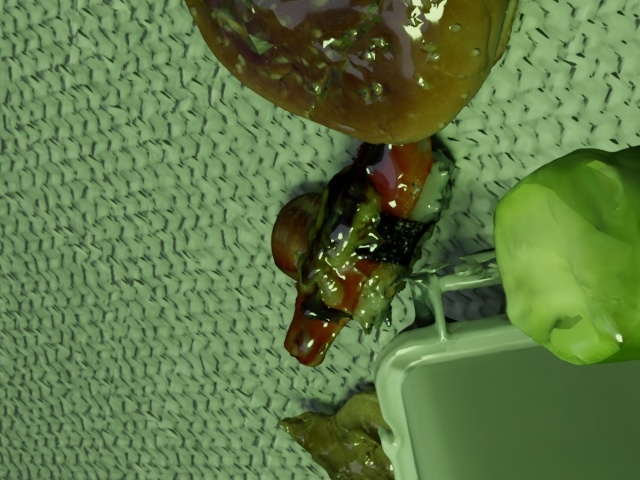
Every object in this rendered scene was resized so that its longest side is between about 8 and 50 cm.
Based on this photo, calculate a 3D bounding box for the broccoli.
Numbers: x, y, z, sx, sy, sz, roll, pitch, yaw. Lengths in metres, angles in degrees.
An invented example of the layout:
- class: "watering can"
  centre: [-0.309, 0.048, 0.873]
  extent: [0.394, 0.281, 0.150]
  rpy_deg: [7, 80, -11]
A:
- class: "broccoli"
  centre: [0.264, 0.015, 0.837]
  extent: [0.353, 0.397, 0.275]
  rpy_deg: [50, 141, -13]

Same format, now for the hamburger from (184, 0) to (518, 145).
- class: "hamburger"
  centre: [0.015, -0.203, 1.085]
  extent: [0.243, 0.146, 0.286]
  rpy_deg: [-33, 94, 42]

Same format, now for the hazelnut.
- class: "hazelnut"
  centre: [0.000, 0.000, 1.298]
  extent: [0.086, 0.086, 0.086]
  rpy_deg: [23, 133, 28]

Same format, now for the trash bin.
- class: "trash bin"
  centre: [0.172, 0.196, 1.041]
  extent: [0.256, 0.367, 0.296]
  rpy_deg: [-8, 116, 4]

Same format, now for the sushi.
- class: "sushi"
  centre: [0.038, -0.005, 1.213]
  extent: [0.103, 0.097, 0.226]
  rpy_deg: [25, 99, -16]

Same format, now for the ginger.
- class: "ginger"
  centre: [0.068, 0.217, 1.411]
  extent: [0.214, 0.059, 0.133]
  rpy_deg: [50, 131, -3]
